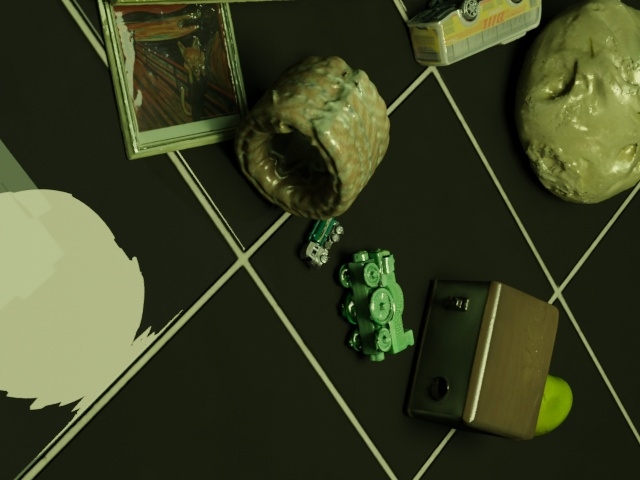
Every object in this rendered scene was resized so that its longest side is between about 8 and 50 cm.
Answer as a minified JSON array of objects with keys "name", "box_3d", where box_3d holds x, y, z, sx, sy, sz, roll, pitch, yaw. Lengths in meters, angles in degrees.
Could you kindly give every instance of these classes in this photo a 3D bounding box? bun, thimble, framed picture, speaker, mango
[{"name":"bun","box_3d":[0.508,-0.242,2.036,0.326,0.234,0.362,11,89,-43]},{"name":"thimble","box_3d":[-0.011,-0.146,1.623,0.148,0.196,0.229,-56,161,-30]},{"name":"framed picture","box_3d":[-0.201,-0.263,1.601,0.216,0.016,0.273,-17,100,-37]},{"name":"speaker","box_3d":[0.264,0.196,1.880,0.192,0.153,0.231,21,77,-37]},{"name":"mango","box_3d":[0.377,0.287,2.010,0.163,0.089,0.117,20,77,-37]}]

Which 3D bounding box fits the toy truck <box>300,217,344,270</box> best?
[{"name":"toy truck","box_3d":[0.000,0.000,1.746,0.044,0.039,0.083,34,67,-15]}]

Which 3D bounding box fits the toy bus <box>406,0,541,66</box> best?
[{"name":"toy bus","box_3d":[0.265,-0.372,1.931,0.268,0.092,0.106,-27,115,-36]}]

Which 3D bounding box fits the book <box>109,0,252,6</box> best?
[{"name":"book","box_3d":[-0.161,-0.450,1.611,0.352,0.035,0.239,-12,90,-38]}]

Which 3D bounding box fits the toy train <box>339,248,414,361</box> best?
[{"name":"toy train","box_3d":[0.089,0.097,1.796,0.104,0.071,0.178,-18,102,-45]}]
